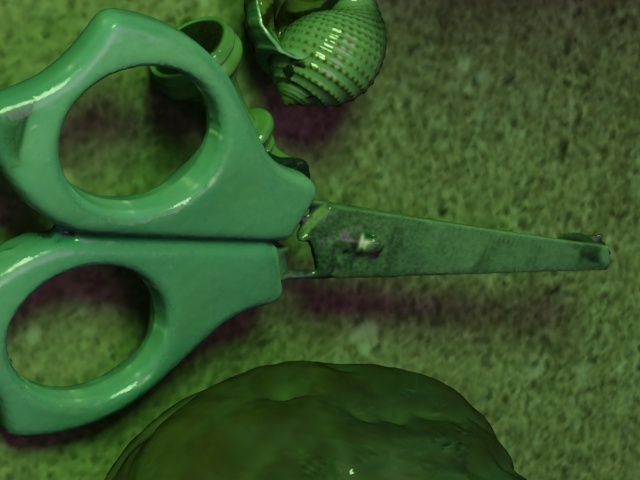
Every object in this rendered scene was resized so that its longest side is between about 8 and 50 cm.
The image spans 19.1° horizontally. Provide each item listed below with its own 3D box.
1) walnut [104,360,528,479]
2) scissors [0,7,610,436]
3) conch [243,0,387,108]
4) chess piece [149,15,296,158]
[{"bbox_3d":[-0.004,0.157,0.824,0.224,0.224,0.224,-8,103,-38],"label":"walnut"},{"bbox_3d":[-0.001,-0.001,0.868,0.360,0.029,0.191,2,112,-36],"label":"scissors"},{"bbox_3d":[-0.004,-0.101,0.865,0.076,0.056,0.085,33,56,-19],"label":"conch"},{"bbox_3d":[-0.038,-0.055,0.857,0.042,0.042,0.093,-51,131,-20],"label":"chess piece"}]
